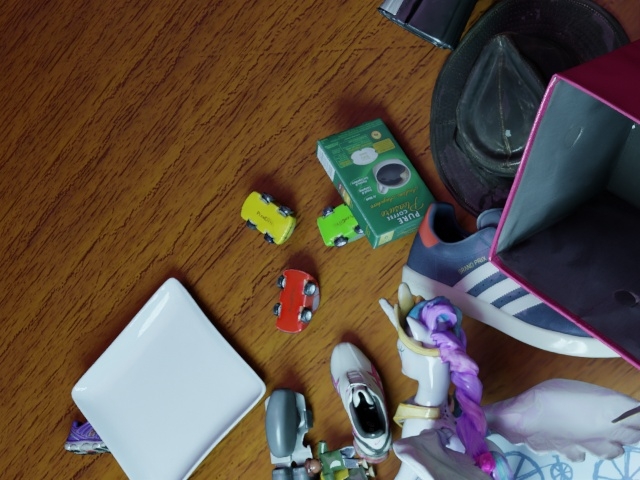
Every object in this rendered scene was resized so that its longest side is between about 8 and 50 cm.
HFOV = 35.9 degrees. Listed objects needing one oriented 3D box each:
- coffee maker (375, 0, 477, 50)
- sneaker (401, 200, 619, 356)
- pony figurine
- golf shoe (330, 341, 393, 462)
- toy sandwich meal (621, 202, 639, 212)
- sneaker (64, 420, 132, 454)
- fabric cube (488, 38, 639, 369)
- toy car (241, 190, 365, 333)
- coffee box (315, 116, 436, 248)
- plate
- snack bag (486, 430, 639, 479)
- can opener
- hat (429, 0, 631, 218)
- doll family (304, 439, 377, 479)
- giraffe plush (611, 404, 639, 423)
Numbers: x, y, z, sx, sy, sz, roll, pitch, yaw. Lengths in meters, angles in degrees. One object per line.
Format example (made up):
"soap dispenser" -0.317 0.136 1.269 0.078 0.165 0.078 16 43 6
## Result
"coffee maker" 0.186 -0.349 1.332 0.171 0.120 0.178 33 105 28
"sneaker" 0.262 0.039 1.271 0.350 0.131 0.148 19 104 34
"pony figurine" 0.176 0.264 1.186 0.351 0.303 0.363 29 124 49
"golf shoe" 0.061 0.216 1.400 0.067 0.086 0.186 -16 55 -8
"toy sandwich meal" 0.378 -0.011 1.269 0.085 0.029 0.085 -3 82 22
"sneaker" -0.376 0.331 1.707 0.170 0.068 0.071 -7 68 30
"fabric cube" 0.383 -0.048 1.063 0.259 0.258 0.254 38 135 29
"toy car" 0.000 0.000 1.504 0.225 0.053 0.239 -29 70 27
"coffee box" 0.082 -0.085 1.430 0.184 0.113 0.040 58 159 24
"plate" -0.248 0.249 1.619 0.278 0.045 0.277 -48 62 6
"snack bag" 0.317 0.405 1.252 0.323 0.037 0.342 -13 77 33
"can opener" -0.048 0.361 1.473 0.074 0.093 0.280 -13 82 32
"hat" 0.256 -0.184 1.310 0.331 0.134 0.331 -5 82 34
"doll family" 0.032 0.384 1.419 0.111 0.076 0.193 -16 69 11
"giraffe plush" 0.428 0.215 0.992 0.210 0.181 0.170 -27 91 19
